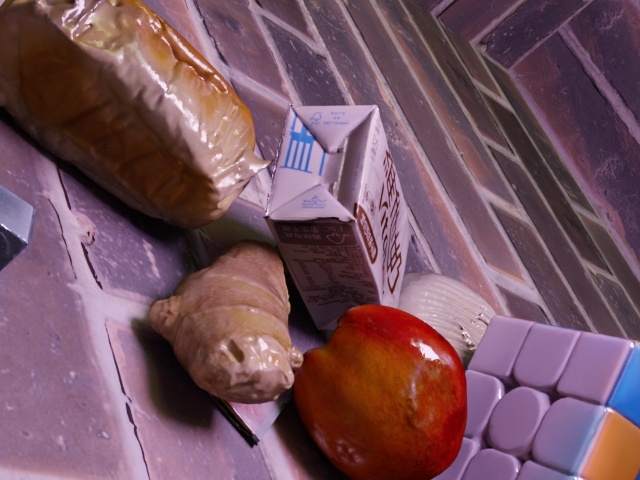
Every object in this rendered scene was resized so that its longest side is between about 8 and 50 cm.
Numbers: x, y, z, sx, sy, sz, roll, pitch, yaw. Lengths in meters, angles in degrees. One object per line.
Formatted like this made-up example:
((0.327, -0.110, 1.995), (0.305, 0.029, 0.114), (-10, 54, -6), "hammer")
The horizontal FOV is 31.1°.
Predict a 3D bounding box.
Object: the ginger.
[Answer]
((-0.105, 0.090, 1.424), (0.190, 0.126, 0.354), (14, 19, 0), "ginger")

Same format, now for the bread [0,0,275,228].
((-0.253, -0.183, 1.474), (0.388, 0.236, 0.183), (48, 37, -27), "bread")

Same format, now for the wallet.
((-0.083, 0.178, 1.468), (0.103, 0.020, 0.196), (48, 23, -3), "wallet")

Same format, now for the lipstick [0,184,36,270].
((-0.435, -0.081, 1.151), (0.317, 0.066, 0.068), (37, 27, -29), "lipstick")

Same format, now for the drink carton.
((0.036, -0.023, 1.603), (0.324, 0.132, 0.194), (69, 29, -56), "drink carton")

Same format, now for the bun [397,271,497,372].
((0.182, 0.184, 1.778), (0.273, 0.168, 0.273), (28, 40, -27), "bun")

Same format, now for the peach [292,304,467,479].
((0.088, 0.198, 1.477), (0.243, 0.243, 0.199), (49, 37, -2), "peach")

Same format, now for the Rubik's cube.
((0.358, 0.304, 1.592), (0.292, 0.290, 0.291), (34, -13, -30), "Rubik's cube")

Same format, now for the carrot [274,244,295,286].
((0.000, 0.000, 1.841), (0.074, 0.074, 0.358), (50, 21, 1), "carrot")
